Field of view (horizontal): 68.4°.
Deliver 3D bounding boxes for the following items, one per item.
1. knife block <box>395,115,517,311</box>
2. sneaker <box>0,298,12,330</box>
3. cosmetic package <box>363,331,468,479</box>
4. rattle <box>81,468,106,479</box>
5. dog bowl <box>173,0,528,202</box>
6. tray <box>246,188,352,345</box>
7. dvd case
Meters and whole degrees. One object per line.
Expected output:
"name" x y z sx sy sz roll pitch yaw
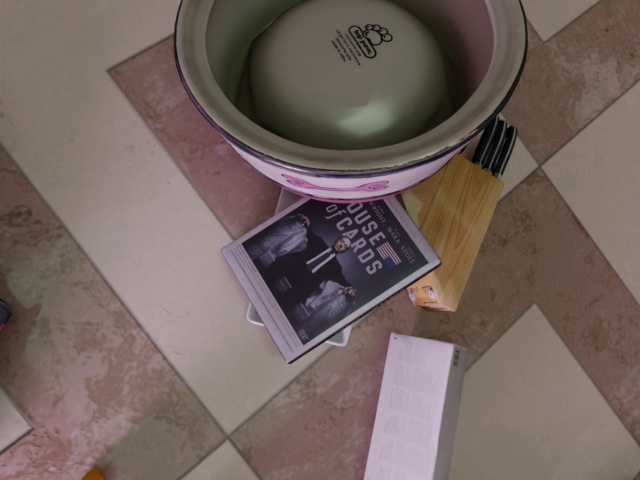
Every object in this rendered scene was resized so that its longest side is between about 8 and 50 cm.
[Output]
"knife block" 0.218 -0.056 0.718 0.242 0.088 0.276 -18 86 -16
"sneaker" -0.410 0.140 0.510 0.148 0.131 0.350 -14 96 -39
"cosmetic package" 0.128 0.254 0.640 0.060 0.098 0.239 26 73 -49
"rattle" -0.230 0.397 0.564 0.199 0.143 0.130 35 107 -23
"dog bowl" 0.034 -0.230 0.610 0.407 0.150 0.408 -1 69 2
"tray" 0.000 0.000 0.667 0.145 0.030 0.271 13 78 6
"dvd case" 0.012 0.023 0.630 0.238 0.029 0.179 -33 76 -3
